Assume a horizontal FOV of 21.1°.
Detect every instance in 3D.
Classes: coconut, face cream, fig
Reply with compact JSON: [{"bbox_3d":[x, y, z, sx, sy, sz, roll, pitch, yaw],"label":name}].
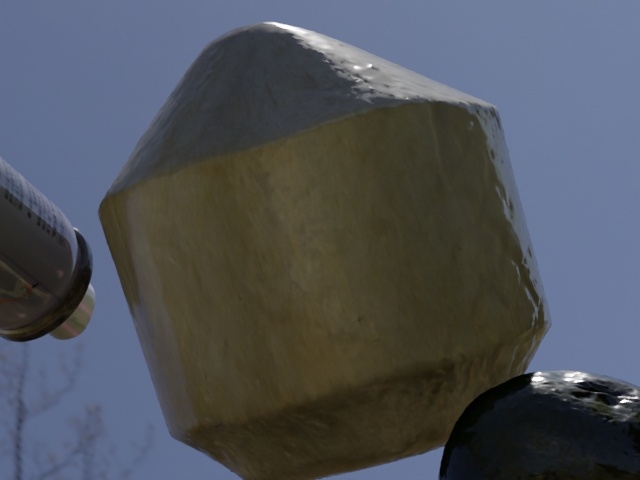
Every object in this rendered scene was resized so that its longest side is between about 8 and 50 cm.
[{"bbox_3d":[0.000,0.000,0.828,0.202,0.222,0.202,-17,-3,-1],"label":"coconut"},{"bbox_3d":[-0.184,-0.019,0.826,0.075,0.075,0.229,-39,-44,5],"label":"face cream"},{"bbox_3d":[0.135,0.109,0.660,0.117,0.177,0.117,-6,-83,-60],"label":"fig"}]
